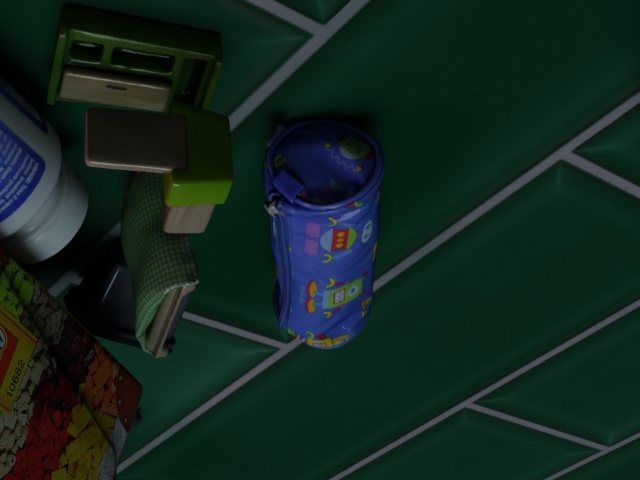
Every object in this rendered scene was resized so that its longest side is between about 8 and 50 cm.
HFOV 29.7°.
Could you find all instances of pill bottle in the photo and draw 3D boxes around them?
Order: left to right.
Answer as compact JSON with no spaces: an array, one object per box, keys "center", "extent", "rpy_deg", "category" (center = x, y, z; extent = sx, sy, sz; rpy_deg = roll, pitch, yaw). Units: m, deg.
[{"center":[-0.339,-0.088,1.123],"extent":[0.152,0.152,0.272],"rpy_deg":[-18,143,18],"category":"pill bottle"}]

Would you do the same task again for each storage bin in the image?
[{"center":[-0.219,0.061,1.424],"extent":[0.135,0.098,0.091],"rpy_deg":[21,110,-32],"category":"storage bin"}]

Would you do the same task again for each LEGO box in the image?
[{"center":[-0.496,0.134,1.255],"extent":[0.500,0.193,0.372],"rpy_deg":[4,151,23],"category":"LEGO box"}]

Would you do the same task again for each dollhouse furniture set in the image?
[{"center":[-0.197,-0.043,1.169],"extent":[0.151,0.198,0.301],"rpy_deg":[5,144,-18],"category":"dollhouse furniture set"}]

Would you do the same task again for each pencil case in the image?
[{"center":[0.000,0.000,1.323],"extent":[0.133,0.119,0.306],"rpy_deg":[-29,150,-19],"category":"pencil case"}]

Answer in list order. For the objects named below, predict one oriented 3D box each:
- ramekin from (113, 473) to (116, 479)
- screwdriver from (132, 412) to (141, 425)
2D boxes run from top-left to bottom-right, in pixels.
[{"center":[-0.432,0.338,1.718],"extent":[0.303,0.148,0.303],"rpy_deg":[0,148,0],"category":"ramekin"},{"center":[-0.335,0.236,1.718],"extent":[0.169,0.024,0.025],"rpy_deg":[18,168,-21],"category":"screwdriver"}]
